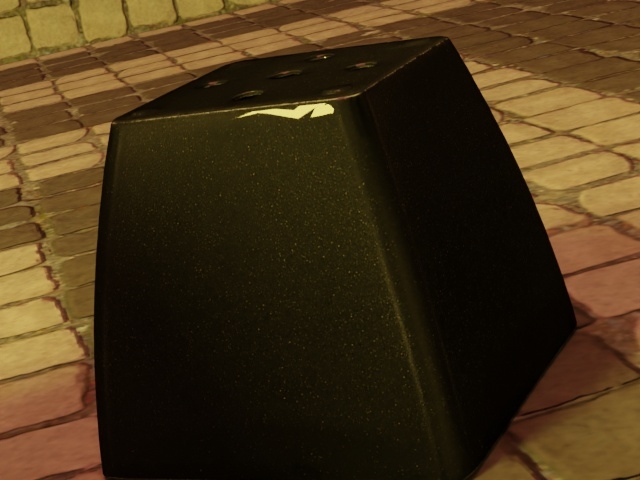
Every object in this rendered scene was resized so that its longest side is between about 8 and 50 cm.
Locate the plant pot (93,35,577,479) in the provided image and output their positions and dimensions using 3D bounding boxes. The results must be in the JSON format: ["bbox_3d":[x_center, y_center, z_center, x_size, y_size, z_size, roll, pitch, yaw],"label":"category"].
[{"bbox_3d":[0.000,0.000,0.706,0.188,0.167,0.187,-3,18,27],"label":"plant pot"}]
